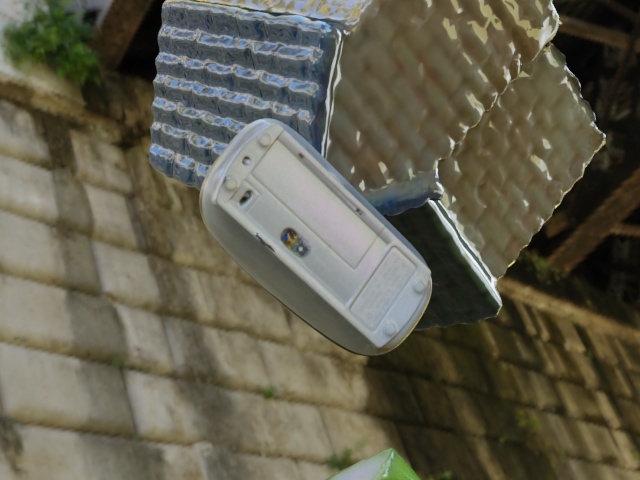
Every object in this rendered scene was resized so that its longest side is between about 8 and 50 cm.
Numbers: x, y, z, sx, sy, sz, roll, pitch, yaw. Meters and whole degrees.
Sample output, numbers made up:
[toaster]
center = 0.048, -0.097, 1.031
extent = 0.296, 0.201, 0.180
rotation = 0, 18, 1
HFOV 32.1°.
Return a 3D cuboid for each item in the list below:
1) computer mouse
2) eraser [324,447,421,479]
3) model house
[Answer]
[computer mouse]
center = -0.001, 0.000, 0.806
extent = 0.199, 0.045, 0.102
rotation = 42, -107, -23
[eraser]
center = 0.059, 0.268, 0.522
extent = 0.092, 0.274, 0.210
rotation = -36, 8, 45
[model house]
center = 0.030, -0.123, 1.252
extent = 0.400, 0.395, 0.445
rotation = -54, -50, -15
